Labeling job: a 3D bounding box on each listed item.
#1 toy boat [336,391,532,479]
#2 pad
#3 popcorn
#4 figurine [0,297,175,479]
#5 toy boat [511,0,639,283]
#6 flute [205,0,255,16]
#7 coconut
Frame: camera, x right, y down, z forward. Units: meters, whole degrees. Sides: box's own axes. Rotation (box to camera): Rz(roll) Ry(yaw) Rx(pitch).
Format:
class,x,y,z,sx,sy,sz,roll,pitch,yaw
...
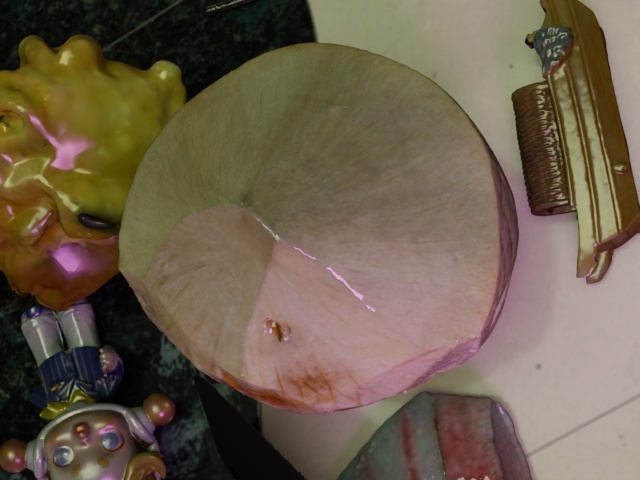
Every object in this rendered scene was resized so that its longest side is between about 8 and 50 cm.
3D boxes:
class,x,y,z,sx,sy,sz,roll,pitch,yaw
toy boat,0.088,0.286,1.447,0.282,0.096,0.206,-27,72,24
pad,0.017,0.265,1.336,0.063,0.315,0.375,-39,61,-19
popcorn,-0.269,-0.069,1.471,0.297,0.281,0.315,10,110,-21
figurine,-0.282,0.205,1.526,0.194,0.133,0.274,-38,69,-15
toy boat,0.267,-0.109,1.417,0.115,0.089,0.310,-13,82,17
flute,-0.011,-0.307,1.551,0.270,0.014,0.014,-15,81,13
coconut,0.000,0.000,1.316,0.415,0.415,0.344,-30,79,11
